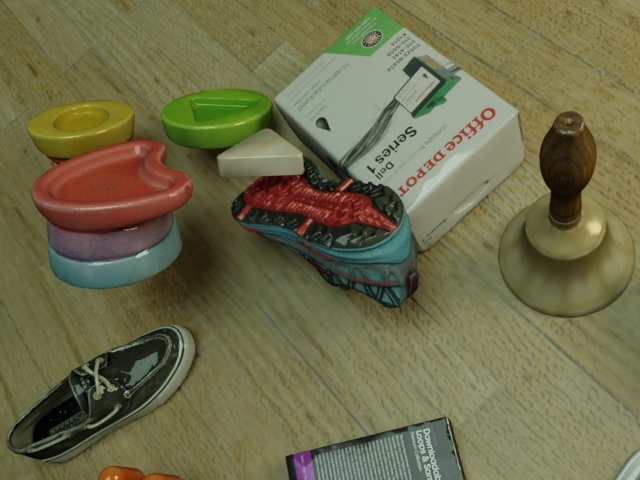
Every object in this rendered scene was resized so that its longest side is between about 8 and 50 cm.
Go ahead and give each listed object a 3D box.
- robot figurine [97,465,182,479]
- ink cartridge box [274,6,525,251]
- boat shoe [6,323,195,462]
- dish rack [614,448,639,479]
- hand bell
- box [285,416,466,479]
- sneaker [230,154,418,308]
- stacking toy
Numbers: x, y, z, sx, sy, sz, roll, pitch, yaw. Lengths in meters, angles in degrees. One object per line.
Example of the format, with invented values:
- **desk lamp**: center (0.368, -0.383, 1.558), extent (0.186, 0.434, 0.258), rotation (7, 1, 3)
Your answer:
- **robot figurine**: center (-0.183, 0.321, 0.600), extent (0.128, 0.158, 0.220), rotation (-23, 51, 57)
- **ink cartridge box**: center (0.083, -0.121, 0.713), extent (0.160, 0.092, 0.219), rotation (-43, 60, -1)
- **boat shoe**: center (-0.234, 0.164, 0.718), extent (0.219, 0.070, 0.078), rotation (-38, 61, 1)
- **dish rack**: center (0.281, 0.336, 0.461), extent (0.285, 0.072, 0.333), rotation (35, 82, 29)
- **hand bell**: center (0.201, -0.030, 0.547), extent (0.126, 0.242, 0.126), rotation (-7, 66, 17)
- **box**: center (0.055, 0.237, 0.607), extent (0.162, 0.029, 0.116), rotation (-18, 64, 13)
- **sneaker**: center (0.000, 0.000, 0.685), extent (0.104, 0.125, 0.262), rotation (-39, 33, -16)
- **stacking toy**: center (-0.171, -0.060, 0.750), extent (0.279, 0.131, 0.309), rotation (-12, 32, -14)
